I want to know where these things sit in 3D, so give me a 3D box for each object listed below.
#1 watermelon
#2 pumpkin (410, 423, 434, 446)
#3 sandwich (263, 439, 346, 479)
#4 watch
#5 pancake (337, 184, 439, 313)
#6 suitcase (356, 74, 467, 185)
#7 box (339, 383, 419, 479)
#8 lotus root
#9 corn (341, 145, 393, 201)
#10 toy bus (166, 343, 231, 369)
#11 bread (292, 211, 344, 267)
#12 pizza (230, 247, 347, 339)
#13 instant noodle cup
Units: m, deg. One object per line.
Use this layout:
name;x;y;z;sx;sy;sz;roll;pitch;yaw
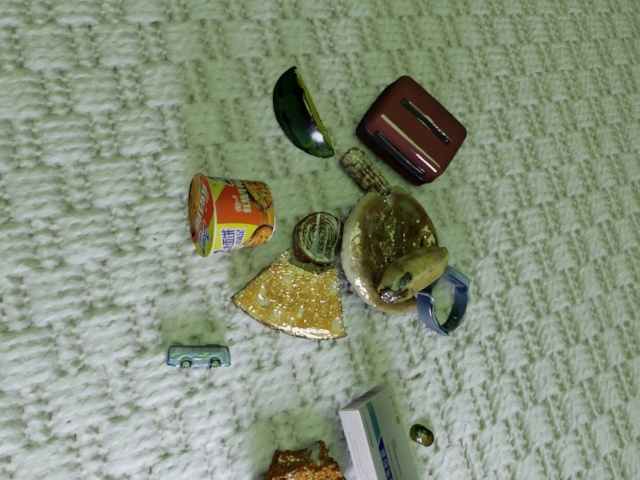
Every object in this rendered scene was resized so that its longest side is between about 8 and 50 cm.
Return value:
watermelon;-0.055;-0.380;1.416;0.129;0.123;0.301;-16;82;-56
pumpkin;0.295;0.554;1.360;0.083;0.028;0.050;30;67;-17
sandwich;-0.048;0.614;1.172;0.292;0.109;0.212;-2;70;-27
watch;0.359;0.173;1.411;0.206;0.068;0.192;30;77;-39
pancake;0.208;0.024;1.382;0.383;0.071;0.381;2;86;-35
suitcase;0.281;-0.335;1.485;0.297;0.161;0.236;39;68;-10
box;0.165;0.570;1.233;0.200;0.065;0.343;-6;79;-56
lotus root;0.248;0.091;1.305;0.259;0.097;0.110;-25;120;-28
corn;0.159;-0.183;1.449;0.237;0.079;0.079;44;66;-8
toy bus;-0.297;0.286;1.176;0.153;0.051;0.061;4;71;-20
bread;0.000;0.000;1.345;0.161;0.073;0.160;5;76;-22
pizza;-0.061;0.139;1.268;0.324;0.089;0.222;19;93;-10
instant noodle cup;-0.221;-0.067;1.212;0.174;0.213;0.213;-6;80;-31
